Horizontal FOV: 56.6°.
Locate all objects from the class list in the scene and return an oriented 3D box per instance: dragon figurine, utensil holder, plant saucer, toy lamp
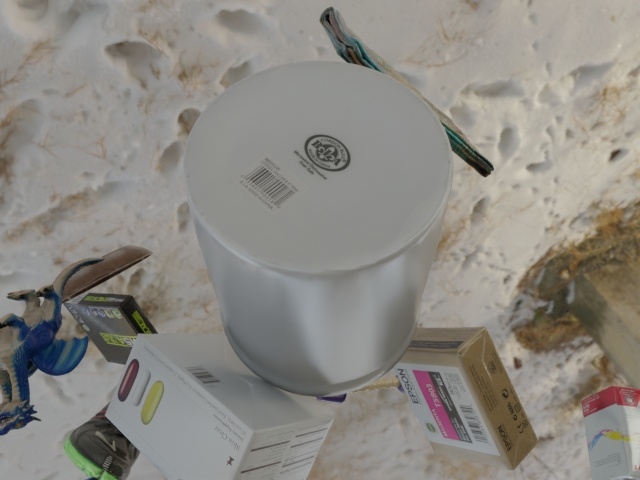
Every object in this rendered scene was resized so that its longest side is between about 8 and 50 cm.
[{"bbox_3d":[-0.388,0.142,0.829,0.085,0.289,0.144,-12,113,18],"label":"dragon figurine"},{"bbox_3d":[0.000,0.000,0.819,0.328,0.327,0.385,-19,151,-11],"label":"utensil holder"},{"bbox_3d":[-0.391,0.056,1.044,0.199,0.036,0.198,-29,-175,3],"label":"plant saucer"},{"bbox_3d":[0.115,0.382,1.565,0.275,0.080,0.080,1,134,-28],"label":"toy lamp"}]

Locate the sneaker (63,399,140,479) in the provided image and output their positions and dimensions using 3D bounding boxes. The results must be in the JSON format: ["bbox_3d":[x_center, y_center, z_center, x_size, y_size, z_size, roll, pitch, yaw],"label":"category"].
[{"bbox_3d":[-0.515,0.480,1.555,0.185,0.483,0.202,42,89,-10],"label":"sneaker"}]

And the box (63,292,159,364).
[{"bbox_3d":[-0.421,0.189,1.241,0.191,0.045,0.184,0,125,34],"label":"box"}]

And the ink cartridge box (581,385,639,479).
[{"bbox_3d":[0.627,0.402,1.197,0.128,0.176,0.127,10,149,-6],"label":"ink cartridge box"}]

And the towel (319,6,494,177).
[{"bbox_3d":[0.159,-0.281,1.110,0.370,0.271,0.040,33,112,-26],"label":"towel"}]

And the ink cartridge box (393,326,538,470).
[{"bbox_3d":[0.246,0.274,1.057,0.088,0.234,0.193,-32,-171,-33],"label":"ink cartridge box"}]

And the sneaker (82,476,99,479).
[{"bbox_3d":[-0.323,0.412,0.798,0.082,0.209,0.069,-42,124,4],"label":"sneaker"}]

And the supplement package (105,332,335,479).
[{"bbox_3d":[-0.153,0.266,0.905,0.204,0.262,0.145,13,102,-56],"label":"supplement package"}]
